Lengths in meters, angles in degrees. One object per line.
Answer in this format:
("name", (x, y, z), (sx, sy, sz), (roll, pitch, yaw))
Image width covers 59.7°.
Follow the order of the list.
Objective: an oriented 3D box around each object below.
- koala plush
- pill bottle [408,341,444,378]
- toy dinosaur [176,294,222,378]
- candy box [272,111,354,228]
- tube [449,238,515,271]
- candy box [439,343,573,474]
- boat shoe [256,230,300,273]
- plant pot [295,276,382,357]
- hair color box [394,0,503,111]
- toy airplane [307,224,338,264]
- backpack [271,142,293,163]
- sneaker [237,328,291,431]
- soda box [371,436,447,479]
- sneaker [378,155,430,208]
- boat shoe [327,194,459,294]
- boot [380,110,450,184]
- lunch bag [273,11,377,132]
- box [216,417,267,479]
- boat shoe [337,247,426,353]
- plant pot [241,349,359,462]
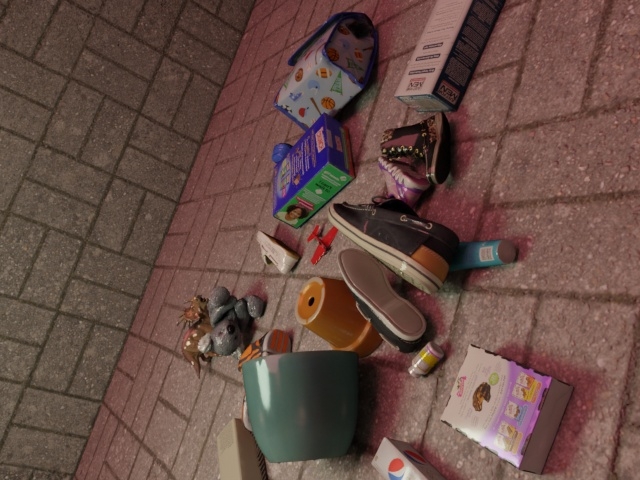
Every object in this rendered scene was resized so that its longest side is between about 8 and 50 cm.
("koala plush", (-0.326, 0.310, 1.967), (0.203, 0.196, 0.221), (-45, 34, 51))
("pill bottle", (0.233, 0.267, 1.238), (0.083, 0.043, 0.043), (-53, 32, 21))
("toy dinosaur", (-0.472, 0.362, 2.125), (0.127, 0.200, 0.295), (-2, 68, 57))
("candy box", (-0.033, -0.242, 1.954), (0.317, 0.122, 0.268), (-42, 36, 36))
("tube", (0.339, 0.032, 1.243), (0.207, 0.052, 0.080), (-10, 54, 63))
("candy box", (0.335, 0.301, 1.025), (0.196, 0.070, 0.164), (17, 83, 59))
("boat shoe", (-0.174, 0.042, 1.991), (0.096, 0.098, 0.277), (-62, 31, 4))
("plant pot", (0.045, 0.183, 1.451), (0.205, 0.188, 0.205), (-37, 40, 39))
("hair color box", (0.359, -0.539, 1.566), (0.174, 0.105, 0.347), (22, 87, 60))
("toy airplane", (0.000, 0.000, 1.817), (0.151, 0.028, 0.151), (-36, 40, 38))
("backpack", (-0.126, -0.319, 2.158), (0.098, 0.120, 0.101), (-14, 57, 53))
("sneaker", (-0.190, 0.442, 1.726), (0.180, 0.125, 0.321), (-34, 31, 48))
("soda box", (0.195, 0.482, 1.109), (0.216, 0.074, 0.069), (27, 92, 60))
("sneaker", (0.213, -0.159, 1.545), (0.236, 0.095, 0.104), (-119, 41, -59))
("boat shoe", (0.174, -0.022, 1.411), (0.156, 0.187, 0.500), (-54, 28, -1))
("boot", (0.249, -0.230, 1.480), (0.179, 0.085, 0.236), (-9, 51, 29))
("lunch bag", (0.029, -0.639, 2.050), (0.328, 0.239, 0.385), (-32, 28, 45))
("box", (-0.228, 0.666, 1.624), (0.113, 0.094, 0.275), (-51, 33, 24))
("boat shoe", (0.132, 0.144, 1.347), (0.302, 0.114, 0.091), (55, 152, 36))
("plant pot", (-0.041, 0.406, 1.346), (0.293, 0.293, 0.235), (-28, 60, 47))
